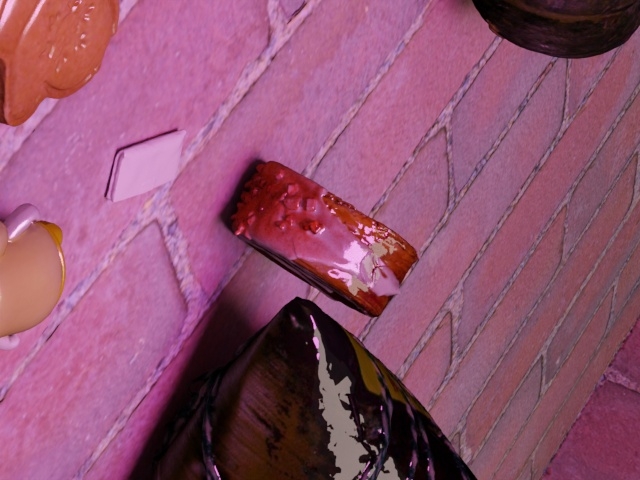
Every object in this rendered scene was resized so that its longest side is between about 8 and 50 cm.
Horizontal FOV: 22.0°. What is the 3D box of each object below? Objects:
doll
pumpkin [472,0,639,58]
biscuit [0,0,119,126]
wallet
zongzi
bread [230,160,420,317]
[{"bbox_3d":[-0.219,0.034,1.028,0.162,0.062,0.106,-29,137,-57],"label":"doll"},{"bbox_3d":[0.266,-0.315,1.571,0.300,0.207,0.300,-57,168,-18],"label":"pumpkin"},{"bbox_3d":[-0.168,-0.124,1.011,0.118,0.023,0.140,-65,161,3],"label":"biscuit"},{"bbox_3d":[-0.127,-0.055,1.215,0.083,0.011,0.044,-27,140,-59],"label":"wallet"},{"bbox_3d":[0.043,0.236,1.507,0.319,0.362,0.383,-56,161,15],"label":"zongzi"},{"bbox_3d":[0.000,0.000,1.395,0.073,0.160,0.160,-58,160,-2],"label":"bread"}]
